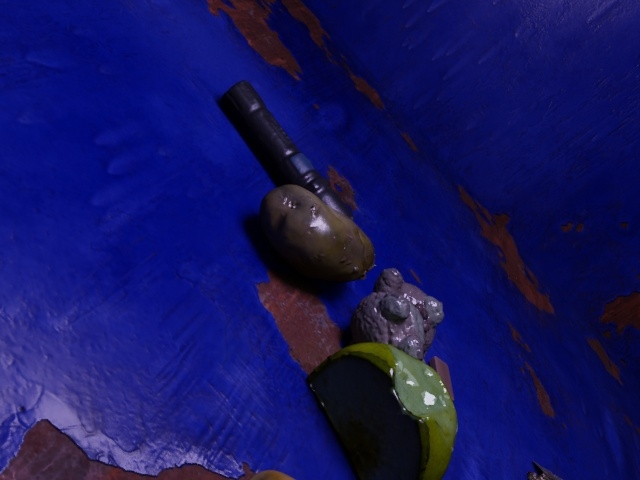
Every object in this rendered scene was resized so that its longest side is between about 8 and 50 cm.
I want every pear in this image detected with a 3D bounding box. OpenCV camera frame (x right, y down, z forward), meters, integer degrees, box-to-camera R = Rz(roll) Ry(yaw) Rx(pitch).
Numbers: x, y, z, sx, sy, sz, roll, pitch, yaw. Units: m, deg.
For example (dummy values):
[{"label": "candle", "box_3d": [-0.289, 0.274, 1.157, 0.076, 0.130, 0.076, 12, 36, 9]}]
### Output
[{"label": "pear", "box_3d": [0.143, 0.298, 1.241, 0.292, 0.159, 0.292, 42, 22, -22]}]

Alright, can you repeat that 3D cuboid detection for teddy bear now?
[{"label": "teddy bear", "box_3d": [0.159, 0.171, 1.467, 0.267, 0.151, 0.236, -7, 81, -60]}]

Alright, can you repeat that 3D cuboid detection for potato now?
[{"label": "potato", "box_3d": [0.000, 0.000, 1.450, 0.296, 0.141, 0.192, 25, 17, -43]}]

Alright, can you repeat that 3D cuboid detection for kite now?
[{"label": "kite", "box_3d": [0.576, 0.575, 1.661, 0.127, 0.016, 0.229, 29, 5, -20]}]

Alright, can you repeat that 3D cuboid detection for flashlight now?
[{"label": "flashlight", "box_3d": [-0.083, -0.182, 1.641, 0.424, 0.103, 0.103, 53, 23, 11]}]

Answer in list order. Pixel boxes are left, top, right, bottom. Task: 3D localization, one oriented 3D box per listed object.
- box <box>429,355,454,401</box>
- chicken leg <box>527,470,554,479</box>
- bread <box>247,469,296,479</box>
[{"label": "box", "box_3d": [0.263, 0.306, 1.605, 0.048, 0.025, 0.115, 35, 27, -21]}, {"label": "chicken leg", "box_3d": [0.454, 0.544, 1.552, 0.178, 0.070, 0.093, -11, 63, -53]}, {"label": "bread", "box_3d": [-0.025, 0.369, 0.919, 0.173, 0.085, 0.134, 41, 24, -21]}]
